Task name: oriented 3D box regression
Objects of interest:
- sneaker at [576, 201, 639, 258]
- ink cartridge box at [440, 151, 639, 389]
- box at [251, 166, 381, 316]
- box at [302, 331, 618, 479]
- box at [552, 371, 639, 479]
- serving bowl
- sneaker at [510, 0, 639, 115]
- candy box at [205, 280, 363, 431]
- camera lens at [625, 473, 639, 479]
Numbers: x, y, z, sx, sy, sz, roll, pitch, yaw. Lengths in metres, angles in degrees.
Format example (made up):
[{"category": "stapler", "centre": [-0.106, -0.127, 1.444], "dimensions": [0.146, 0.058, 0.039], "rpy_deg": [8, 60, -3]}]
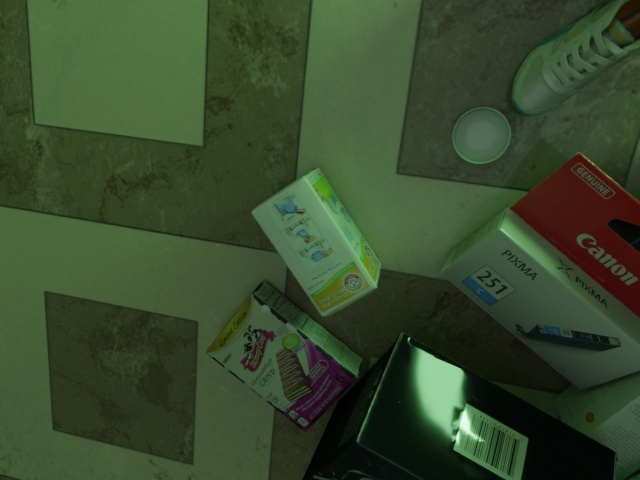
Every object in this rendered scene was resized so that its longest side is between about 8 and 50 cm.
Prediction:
[{"category": "sneaker", "centre": [0.442, -0.004, 0.741], "dimensions": [0.267, 0.101, 0.106], "rpy_deg": [34, 129, 3]}, {"category": "ink cartridge box", "centre": [0.367, 0.061, 0.722], "dimensions": [0.296, 0.066, 0.261], "rpy_deg": [39, 138, -1]}, {"category": "box", "centre": [0.000, 0.000, 0.815], "dimensions": [0.103, 0.114, 0.203], "rpy_deg": [-31, 97, 17]}, {"category": "box", "centre": [0.185, 0.351, 0.772], "dimensions": [0.343, 0.179, 0.312], "rpy_deg": [29, 143, 4]}, {"category": "box", "centre": [0.463, 0.255, 0.777], "dimensions": [0.091, 0.130, 0.170], "rpy_deg": [39, 111, 0]}, {"category": "serving bowl", "centre": [0.240, -0.158, 0.763], "dimensions": [0.083, 0.027, 0.083], "rpy_deg": [3, 106, 11]}, {"category": "sneaker", "centre": [0.356, -0.256, 0.675], "dimensions": [0.228, 0.092, 0.087], "rpy_deg": [-41, 96, 21]}, {"category": "candy box", "centre": [-0.065, 0.207, 0.913], "dimensions": [0.233, 0.071, 0.159], "rpy_deg": [38, 111, 0]}, {"category": "camera lens", "centre": [0.547, 0.450, 0.722], "dimensions": [0.274, 0.219, 0.219], "rpy_deg": [26, 115, -36]}]
